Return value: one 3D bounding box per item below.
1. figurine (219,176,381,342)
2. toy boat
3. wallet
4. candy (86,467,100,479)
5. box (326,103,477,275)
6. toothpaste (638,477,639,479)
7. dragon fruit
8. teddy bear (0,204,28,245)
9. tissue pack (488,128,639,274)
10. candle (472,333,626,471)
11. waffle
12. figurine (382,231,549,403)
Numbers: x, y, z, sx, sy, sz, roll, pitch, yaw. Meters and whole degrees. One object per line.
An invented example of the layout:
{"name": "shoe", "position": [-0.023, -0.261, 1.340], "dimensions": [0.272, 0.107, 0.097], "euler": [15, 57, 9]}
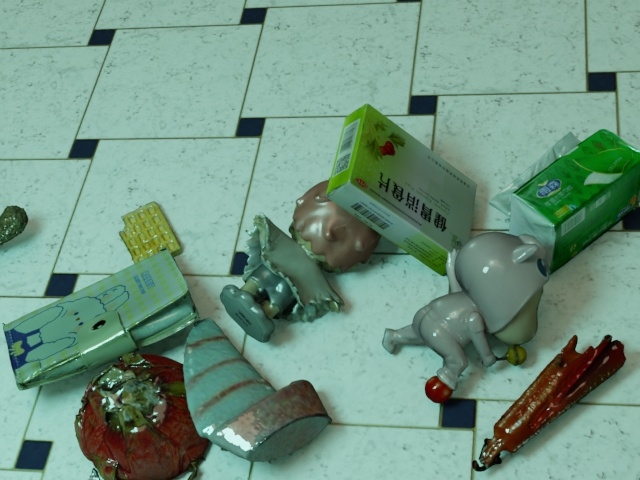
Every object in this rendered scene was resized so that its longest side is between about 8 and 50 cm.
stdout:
{"name": "figurine", "position": [0.000, 0.000, 1.793], "dimensions": [0.207, 0.166, 0.387], "euler": [45, 64, 0]}
{"name": "toy boat", "position": [-0.132, 0.214, 1.647], "dimensions": [0.206, 0.096, 0.282], "euler": [-17, 48, -34]}
{"name": "wallet", "position": [-0.361, 0.130, 1.773], "dimensions": [0.309, 0.077, 0.223], "euler": [-26, 31, -8]}
{"name": "candy", "position": [-0.292, 0.453, 1.431], "dimensions": [0.115, 0.155, 0.265], "euler": [-23, 69, -18]}
{"name": "box", "position": [0.138, -0.082, 1.771], "dimensions": [0.062, 0.260, 0.175], "euler": [-31, 35, 43]}
{"name": "toothpaste", "position": [0.427, 0.439, 1.410], "dimensions": [0.096, 0.061, 0.266], "euler": [9, 60, 17]}
{"name": "dragon fruit", "position": [-0.276, 0.249, 1.639], "dimensions": [0.218, 0.148, 0.224], "euler": [-1, 52, 10]}
{"name": "teddy bear", "position": [-0.660, -0.013, 1.955], "dimensions": [0.251, 0.182, 0.129], "euler": [9, 93, 36]}
{"name": "tissue pack", "position": [0.396, -0.077, 1.766], "dimensions": [0.209, 0.148, 0.156], "euler": [-36, 55, -17]}
{"name": "candle", "position": [0.330, 0.237, 1.584], "dimensions": [0.301, 0.059, 0.084], "euler": [-40, 45, -20]}
{"name": "waffle", "position": [-0.310, -0.008, 1.938], "dimensions": [0.092, 0.021, 0.135], "euler": [-28, 51, -11]}
{"name": "figurine", "position": [0.240, 0.113, 1.667], "dimensions": [0.287, 0.186, 0.176], "euler": [-44, 9, -2]}
